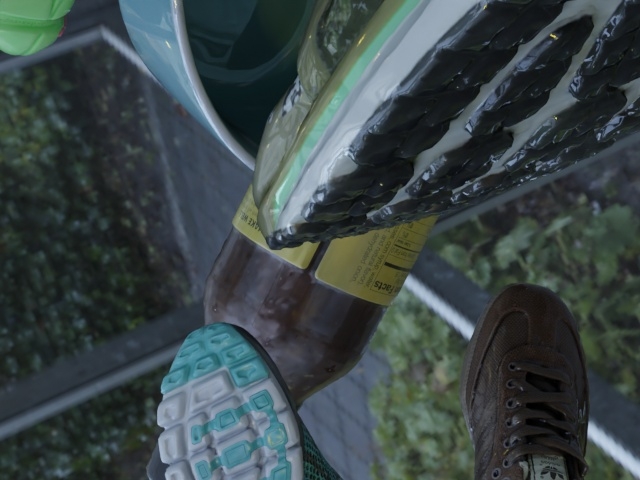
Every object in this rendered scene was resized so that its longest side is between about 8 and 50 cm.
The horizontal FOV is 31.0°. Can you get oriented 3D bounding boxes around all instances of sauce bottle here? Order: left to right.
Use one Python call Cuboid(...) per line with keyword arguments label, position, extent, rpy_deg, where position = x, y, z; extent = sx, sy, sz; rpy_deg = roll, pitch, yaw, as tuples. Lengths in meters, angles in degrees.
Cuboid(label="sauce bottle", position=(0.000, 0.000, 0.678), extent=(0.111, 0.111, 0.344), rpy_deg=(36, 100, 51))

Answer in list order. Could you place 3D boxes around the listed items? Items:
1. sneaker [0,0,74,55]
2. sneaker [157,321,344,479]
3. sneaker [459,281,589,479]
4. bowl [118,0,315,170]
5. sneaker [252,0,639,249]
Cuboid(label="sneaker", position=(-0.333, -0.351, 0.928), extent=(0.185, 0.202, 0.483), rpy_deg=(-56, 49, 32))
Cuboid(label="sneaker", position=(-0.020, 0.111, 0.514), extent=(0.076, 0.065, 0.166), rpy_deg=(-53, -55, -73))
Cuboid(label="sneaker", position=(0.102, 0.104, 0.527), extent=(0.071, 0.066, 0.188), rpy_deg=(129, 151, -68))
Cuboid(label="bowl", position=(-0.027, -0.198, 0.855), extent=(0.163, 0.311, 0.312), rpy_deg=(16, 128, 46))
Cuboid(label="sneaker", position=(0.058, -0.150, 0.355), extent=(0.182, 0.158, 0.410), rpy_deg=(63, 148, 25))
